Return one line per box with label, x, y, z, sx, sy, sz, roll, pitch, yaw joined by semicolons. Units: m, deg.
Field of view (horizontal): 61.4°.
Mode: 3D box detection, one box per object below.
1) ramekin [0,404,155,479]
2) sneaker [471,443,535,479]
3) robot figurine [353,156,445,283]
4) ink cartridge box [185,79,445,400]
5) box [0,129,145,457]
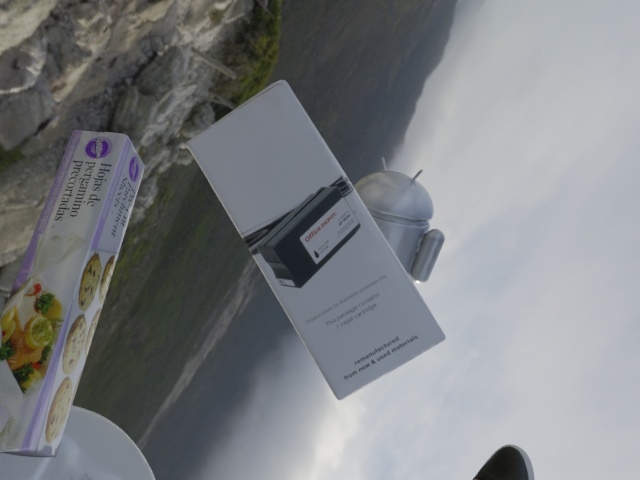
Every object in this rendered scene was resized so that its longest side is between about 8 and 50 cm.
ramekin;-0.300;0.314;0.572;0.135;0.277;0.277;-33;-173;17
sneaker;0.222;0.437;0.821;0.104;0.147;0.296;20;-105;52
robot figurine;0.144;-0.008;1.255;0.199;0.300;0.354;-7;114;-54
ink cartridge box;0.000;0.000;0.814;0.166;0.395;0.285;-31;175;3
box;-0.252;0.040;0.532;0.067;0.063;0.324;90;7;-63
